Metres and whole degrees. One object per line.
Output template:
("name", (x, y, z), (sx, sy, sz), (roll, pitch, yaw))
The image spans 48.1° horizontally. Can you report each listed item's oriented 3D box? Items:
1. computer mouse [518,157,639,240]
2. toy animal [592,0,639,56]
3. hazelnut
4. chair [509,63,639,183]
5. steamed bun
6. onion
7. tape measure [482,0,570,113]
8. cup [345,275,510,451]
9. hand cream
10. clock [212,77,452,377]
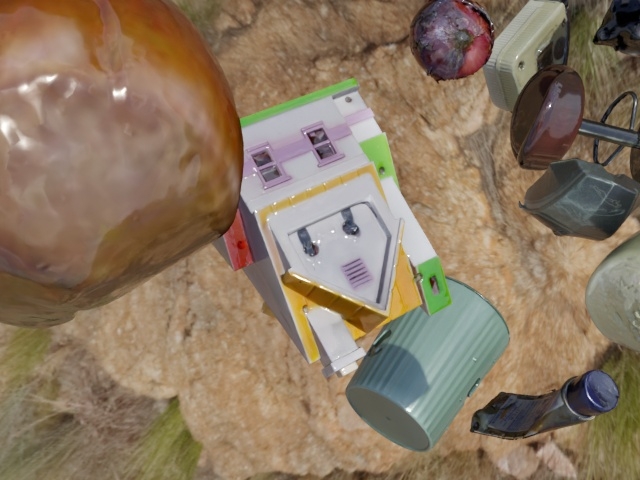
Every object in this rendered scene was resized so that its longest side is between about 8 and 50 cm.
("computer mouse", (0.337, -0.038, 0.948), (0.126, 0.231, 0.071), (22, 78, 1))
("toy animal", (0.746, -0.476, 1.516), (0.266, 0.212, 0.213), (24, 96, 16))
("hazelnut", (-0.249, -0.095, 0.685), (0.372, 0.315, 0.372), (-7, 63, 15))
("chair", (0.553, -0.224, 1.449), (0.400, 0.226, 0.227), (9, 92, -19))
("steamed bun", (0.463, 0.049, 0.864), (0.250, 0.200, 0.155), (16, 127, 47))
("onion", (0.264, -0.413, 1.488), (0.184, 0.147, 0.184), (0, 90, -9))
("tape measure", (0.535, -0.443, 1.771), (0.133, 0.231, 0.271), (23, 67, 41))
("cup", (0.288, 0.344, 1.908), (0.310, 0.401, 0.392), (19, 56, 35))
("hand cream", (0.199, 0.149, 0.649), (0.039, 0.163, 0.062), (47, 60, -1))
("clock", (0.000, 0.000, 0.863), (0.235, 0.166, 0.310), (-24, 77, -22))
